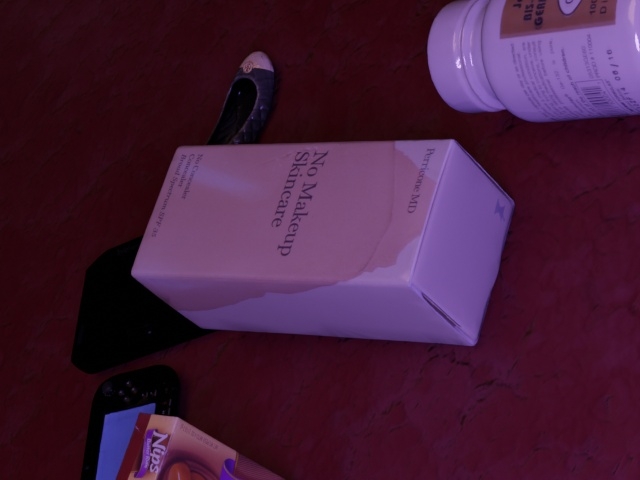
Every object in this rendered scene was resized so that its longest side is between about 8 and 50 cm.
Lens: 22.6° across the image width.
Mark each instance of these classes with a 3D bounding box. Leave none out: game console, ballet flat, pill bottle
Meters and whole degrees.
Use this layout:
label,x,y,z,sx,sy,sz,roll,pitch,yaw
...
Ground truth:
label,x,y,z,sx,sy,sz,roll,pitch,yaw
game console,-0.170,0.143,1.582,0.213,0.044,0.361,-21,50,34
ballet flat,-0.091,-0.126,1.687,0.057,0.049,0.173,1,64,44
pill bottle,0.209,-0.166,1.350,0.229,0.131,0.131,-1,63,45

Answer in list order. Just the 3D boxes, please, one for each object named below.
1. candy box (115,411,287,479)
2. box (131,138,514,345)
label,x,y,z,sx,sy,sz,roll,pitch,yaw
candy box,-0.093,0.228,1.331,0.053,0.187,0.109,0,63,42
box,0.000,0.000,1.423,0.311,0.121,0.148,-1,62,37
